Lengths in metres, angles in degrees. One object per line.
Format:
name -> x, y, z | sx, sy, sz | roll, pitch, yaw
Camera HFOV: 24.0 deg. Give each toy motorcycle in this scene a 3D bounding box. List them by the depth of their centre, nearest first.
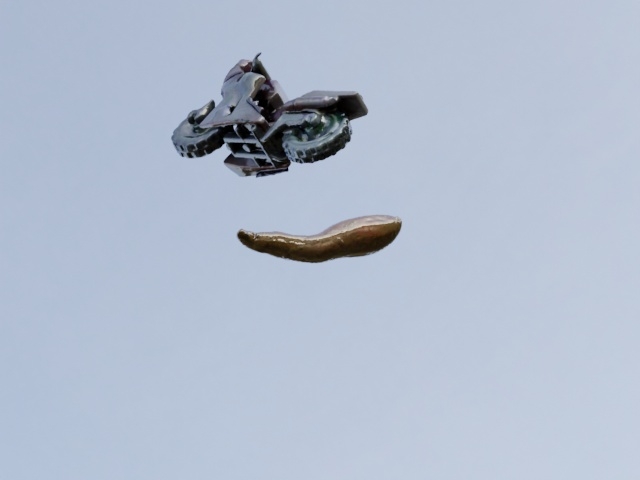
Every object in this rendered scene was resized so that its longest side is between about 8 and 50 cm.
toy motorcycle -> -0.043, -0.117, 1.429 | 0.122, 0.213, 0.082 | -57, -48, -26

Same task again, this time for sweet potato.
sweet potato -> 0.000, 0.000, 1.737 | 0.214, 0.050, 0.050 | -7, -51, -28
